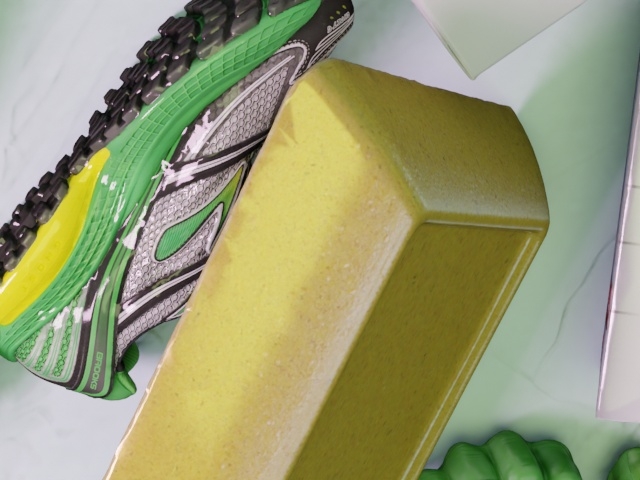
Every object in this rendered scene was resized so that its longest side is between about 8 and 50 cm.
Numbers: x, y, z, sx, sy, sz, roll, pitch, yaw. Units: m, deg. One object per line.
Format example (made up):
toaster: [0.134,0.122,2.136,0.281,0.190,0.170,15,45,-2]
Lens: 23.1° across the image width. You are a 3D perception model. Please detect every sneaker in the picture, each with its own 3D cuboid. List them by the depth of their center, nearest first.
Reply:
sneaker: [-0.090,-0.040,1.042,0.146,0.134,0.343,35,109,-18]

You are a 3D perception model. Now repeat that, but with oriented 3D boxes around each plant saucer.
plant saucer: [0.023,0.069,0.965,0.081,0.332,0.333,31,102,22]

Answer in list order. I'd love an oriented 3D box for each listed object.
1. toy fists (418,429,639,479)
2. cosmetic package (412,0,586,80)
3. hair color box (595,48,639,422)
toy fists: [0.195,0.217,1.132,0.279,0.096,0.142,5,103,-4]
cosmetic package: [0.172,-0.290,0.916,0.365,0.197,0.155,-34,136,11]
hair color box: [0.297,-0.060,1.039,0.185,0.113,0.375,7,104,10]
